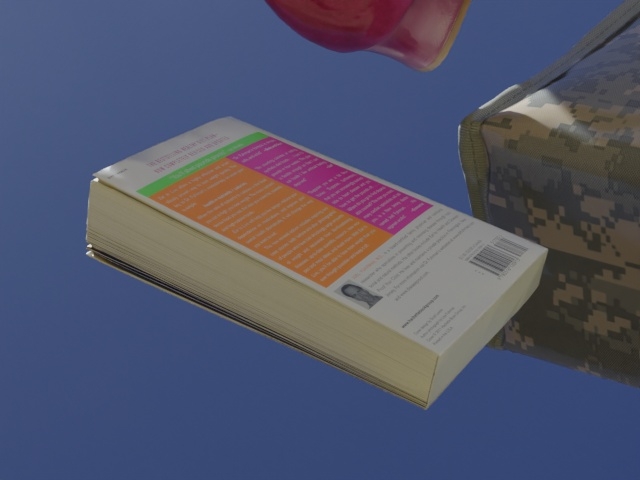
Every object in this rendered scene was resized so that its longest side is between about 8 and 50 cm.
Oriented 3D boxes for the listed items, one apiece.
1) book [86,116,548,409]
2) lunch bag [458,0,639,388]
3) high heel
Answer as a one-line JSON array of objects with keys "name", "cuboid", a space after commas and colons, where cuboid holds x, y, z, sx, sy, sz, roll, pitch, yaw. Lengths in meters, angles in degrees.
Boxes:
[{"name": "book", "cuboid": [0.000, 0.000, 0.542, 0.144, 0.096, 0.035, 24, -56, 22]}, {"name": "lunch bag", "cuboid": [0.249, -0.040, 0.782, 0.287, 0.235, 0.169, -37, -51, -39]}, {"name": "high heel", "cuboid": [0.046, -0.210, 0.728, 0.117, 0.082, 0.244, 15, -81, -45]}]
